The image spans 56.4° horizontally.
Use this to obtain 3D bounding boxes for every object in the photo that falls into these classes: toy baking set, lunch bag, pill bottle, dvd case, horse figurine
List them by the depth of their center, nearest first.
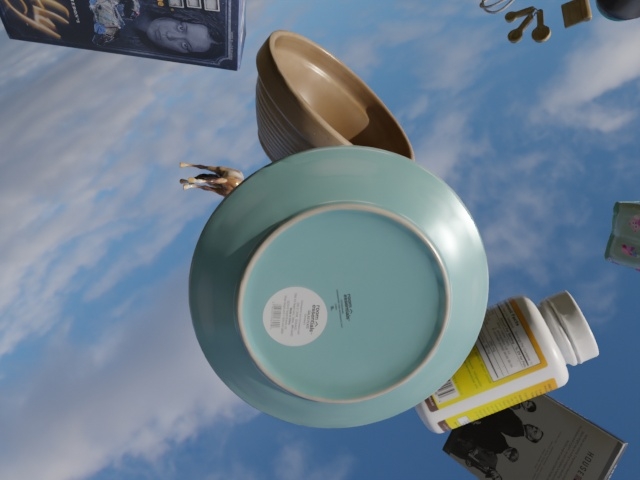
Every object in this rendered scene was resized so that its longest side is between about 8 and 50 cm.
[{"bbox_3d":[0.209,0.140,0.717,0.215,0.117,0.117,-25,-148,11],"label":"pill bottle"},{"bbox_3d":[0.327,0.327,0.945,0.239,0.030,0.179,30,-82,41],"label":"dvd case"},{"bbox_3d":[0.431,-0.497,1.193,0.197,0.030,0.256,-33,-124,12],"label":"toy baking set"},{"bbox_3d":[0.756,0.001,1.194,0.263,0.160,0.223,-1,-166,-20],"label":"lunch bag"},{"bbox_3d":[-0.228,-0.130,1.360,0.175,0.066,0.263,6,-167,-22],"label":"horse figurine"}]

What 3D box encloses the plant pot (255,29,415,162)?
[{"bbox_3d":[-0.002,-0.142,0.754,0.110,0.237,0.237,-42,-155,27],"label":"plant pot"}]

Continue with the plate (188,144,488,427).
[{"bbox_3d":[0.014,0.037,0.362,0.188,0.188,0.024,-28,-163,4],"label":"plate"}]

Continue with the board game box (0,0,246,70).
[{"bbox_3d":[-0.122,-0.205,0.330,0.165,0.243,0.042,7,-118,-4],"label":"board game box"}]

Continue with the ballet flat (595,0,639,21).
[{"bbox_3d":[0.306,-0.259,0.481,0.203,0.074,0.074,-40,-147,-9],"label":"ballet flat"}]
